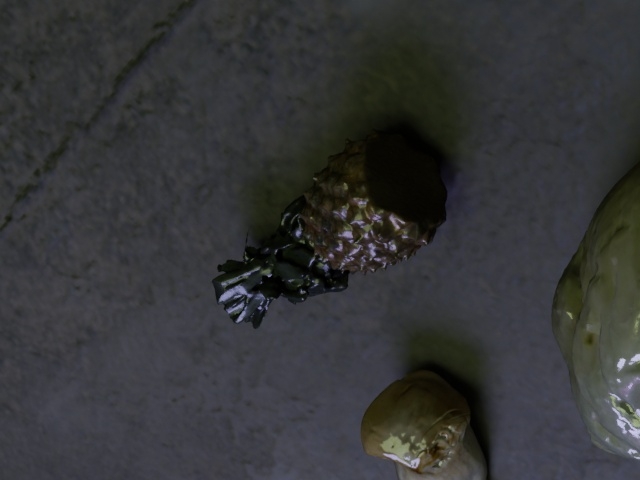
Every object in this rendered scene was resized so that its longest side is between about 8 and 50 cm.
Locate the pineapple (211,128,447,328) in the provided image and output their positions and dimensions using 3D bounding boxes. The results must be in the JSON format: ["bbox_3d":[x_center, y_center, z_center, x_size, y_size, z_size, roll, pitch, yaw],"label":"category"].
[{"bbox_3d":[0.000,0.000,1.083,0.074,0.074,0.159,50,135,-3],"label":"pineapple"}]

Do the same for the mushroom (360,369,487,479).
[{"bbox_3d":[0.072,0.169,1.149,0.059,0.054,0.202,3,123,29],"label":"mushroom"}]

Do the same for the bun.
[{"bbox_3d":[0.189,0.053,0.957,0.178,0.128,0.193,44,133,0],"label":"bun"}]
